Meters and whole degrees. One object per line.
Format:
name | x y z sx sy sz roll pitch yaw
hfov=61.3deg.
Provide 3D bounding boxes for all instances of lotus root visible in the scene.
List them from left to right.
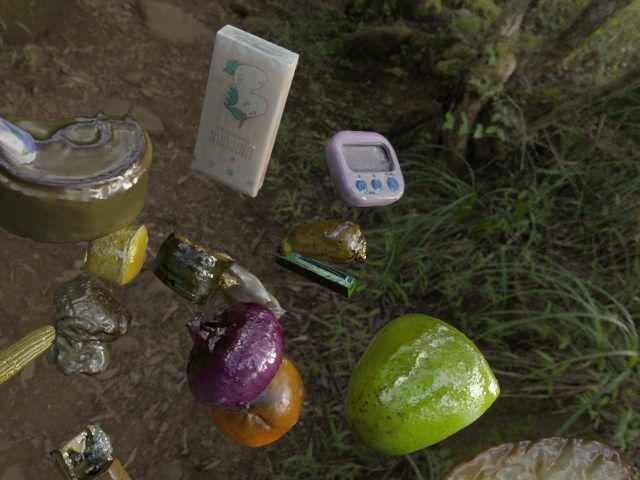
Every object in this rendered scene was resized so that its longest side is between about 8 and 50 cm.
lotus root | 0.000 0.000 1.129 0.108 0.190 0.095 22 71 -77

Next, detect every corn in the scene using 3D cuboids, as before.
corn | -0.872 0.329 1.566 0.080 0.080 0.231 45 46 -1

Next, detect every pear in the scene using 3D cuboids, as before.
pear | 0.182 0.342 1.257 0.318 0.342 0.239 -38 104 -27

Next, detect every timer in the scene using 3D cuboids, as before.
timer | 0.109 -0.176 1.333 0.208 0.069 0.191 -6 75 -37

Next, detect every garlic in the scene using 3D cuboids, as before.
garlic | -0.256 0.189 1.839 0.325 0.132 0.279 42 -13 22

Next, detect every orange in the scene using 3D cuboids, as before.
orange | -0.147 0.357 1.227 0.224 0.224 0.170 52 4 10

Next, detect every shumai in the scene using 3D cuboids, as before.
shumai | -0.547 0.195 1.219 0.218 0.185 0.184 42 -4 41

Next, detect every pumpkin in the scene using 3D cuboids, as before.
pumpkin | -0.281 0.088 1.322 0.126 0.131 0.248 27 -1 38

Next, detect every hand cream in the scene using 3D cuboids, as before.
hand cream | -0.442 -0.146 0.751 0.084 0.053 0.142 42 -13 8

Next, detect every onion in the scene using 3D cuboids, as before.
onion | -0.090 0.110 0.539 0.104 0.115 0.115 44 32 -16

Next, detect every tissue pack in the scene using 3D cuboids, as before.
tissue pack | -0.169 -0.267 1.158 0.170 0.325 0.071 23 36 2

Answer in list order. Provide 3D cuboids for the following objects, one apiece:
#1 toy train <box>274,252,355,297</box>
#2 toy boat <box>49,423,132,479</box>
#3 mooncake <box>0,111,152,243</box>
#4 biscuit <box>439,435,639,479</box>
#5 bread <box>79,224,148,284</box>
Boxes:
toy train | -0.014 0.071 1.313 0.209 0.044 0.042 24 54 22
toy boat | -0.530 0.688 1.422 0.136 0.162 0.446 -40 107 -52
mooncake | -0.637 -0.187 1.376 0.393 0.246 0.394 29 43 11
biscuit | 0.289 0.346 0.756 0.154 0.299 0.045 -96 177 -67
bread | -0.602 0.032 1.595 0.170 0.197 0.197 17 41 -20
